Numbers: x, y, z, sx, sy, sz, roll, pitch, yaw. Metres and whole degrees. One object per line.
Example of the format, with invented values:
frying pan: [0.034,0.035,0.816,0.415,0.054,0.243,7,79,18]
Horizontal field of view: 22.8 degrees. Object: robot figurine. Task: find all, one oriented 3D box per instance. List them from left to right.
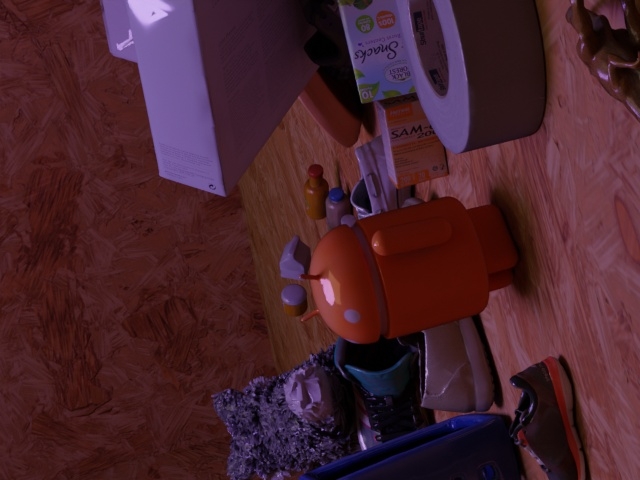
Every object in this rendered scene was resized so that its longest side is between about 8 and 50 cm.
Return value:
robot figurine: [0.085,0.032,1.593,0.158,0.219,0.128,-141,37,-75]

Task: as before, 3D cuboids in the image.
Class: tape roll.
tape roll: [0.128,-0.191,1.423,0.219,0.072,0.219,166,90,-83]

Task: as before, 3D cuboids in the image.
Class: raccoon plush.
raccoon plush: [-0.072,0.252,2.447,0.446,0.299,0.216,50,-147,-59]

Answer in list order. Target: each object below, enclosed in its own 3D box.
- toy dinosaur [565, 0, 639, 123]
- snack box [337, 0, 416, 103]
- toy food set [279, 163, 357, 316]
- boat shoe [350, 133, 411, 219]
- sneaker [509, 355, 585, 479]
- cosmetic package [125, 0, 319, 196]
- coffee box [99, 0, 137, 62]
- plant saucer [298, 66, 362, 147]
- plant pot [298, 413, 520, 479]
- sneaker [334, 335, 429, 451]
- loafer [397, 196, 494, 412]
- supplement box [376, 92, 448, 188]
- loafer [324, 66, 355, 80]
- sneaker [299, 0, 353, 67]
toy dinosaur: [0.194,-0.138,1.099,0.211,0.064,0.112,-113,11,-48]
snack box: [0.076,-0.220,1.621,0.037,0.100,0.141,-29,-73,-66]
toy food set: [0.000,0.000,2.448,0.104,0.111,0.232,85,-161,-50]
boat shoe: [0.074,-0.059,2.018,0.226,0.076,0.083,85,168,-50]
sneaker: [0.214,0.190,1.543,0.061,0.065,0.157,-131,28,-72]
cosmetic package: [-0.070,-0.280,1.762,0.377,0.097,0.284,-57,-23,-36]
coffee box: [-0.148,-0.325,1.809,0.246,0.098,0.141,-56,-25,-38]
plant saucer: [-0.001,-0.218,2.140,0.200,0.037,0.200,51,-164,-21]
plant pot: [0.124,0.341,1.878,0.236,0.236,0.212,148,102,-81]
sneaker: [0.097,0.217,2.233,0.178,0.124,0.295,68,-174,-76]
loafer: [0.126,0.077,1.849,0.102,0.092,0.268,99,155,-70]
supplement box: [0.102,-0.114,1.771,0.036,0.062,0.098,-120,16,-64]
loafer: [0.012,-0.296,2.106,0.170,0.062,0.061,62,159,20]
sneaker: [0.036,-0.283,1.704,0.300,0.121,0.111,85,166,-52]
